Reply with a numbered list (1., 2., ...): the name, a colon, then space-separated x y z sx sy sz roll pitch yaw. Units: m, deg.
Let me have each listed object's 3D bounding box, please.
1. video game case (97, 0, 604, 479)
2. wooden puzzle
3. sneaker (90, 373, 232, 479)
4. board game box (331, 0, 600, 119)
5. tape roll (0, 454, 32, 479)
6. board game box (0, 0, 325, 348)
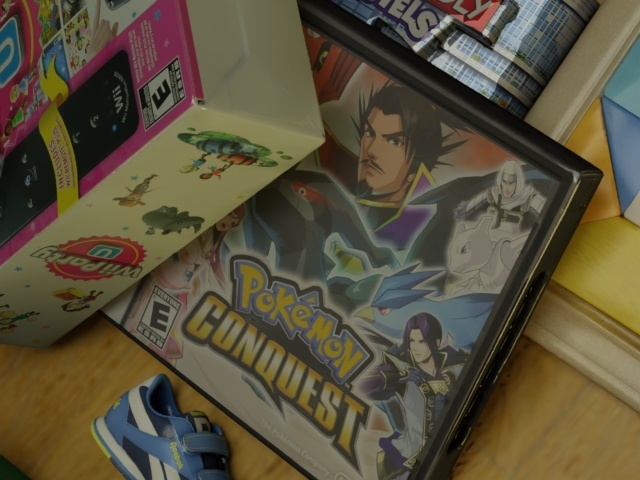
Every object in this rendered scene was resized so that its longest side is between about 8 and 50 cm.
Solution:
1. video game case: 0.000 0.000 1.120 0.275 0.035 0.248 35 111 28
2. wooden puzzle: 0.205 -0.018 1.068 0.238 0.044 0.221 35 93 28
3. sneaker: -0.080 0.140 1.154 0.059 0.053 0.144 -48 64 4
4. board game box: 0.062 -0.158 1.162 0.194 0.060 0.194 35 93 28
5. tape roll: -0.207 0.205 1.042 0.077 0.321 0.321 -46 63 7
6. board game box: -0.142 -0.096 1.145 0.303 0.097 0.224 -36 56 43
